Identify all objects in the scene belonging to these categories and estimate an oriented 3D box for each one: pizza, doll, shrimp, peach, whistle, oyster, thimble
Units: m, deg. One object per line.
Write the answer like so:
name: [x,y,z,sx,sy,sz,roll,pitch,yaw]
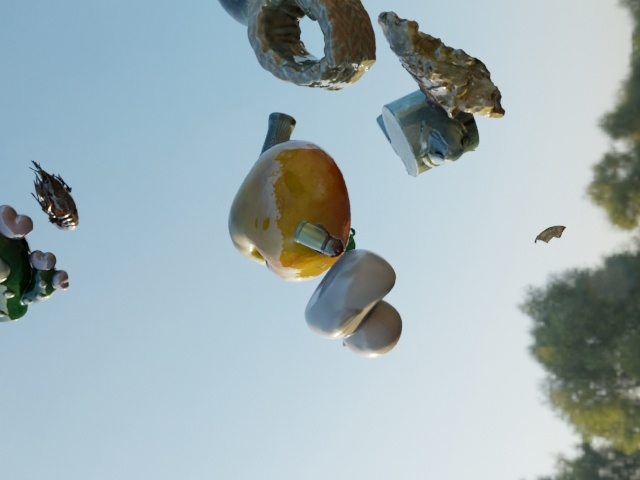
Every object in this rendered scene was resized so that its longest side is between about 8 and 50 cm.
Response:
pizza: [0.551,-0.013,2.084,0.016,0.083,0.037,30,-144,-57]
doll: [0.089,0.145,1.820,0.251,0.221,0.221,-55,7,42]
shrimp: [-0.478,-0.082,1.552,0.056,0.065,0.165,-59,-42,-42]
peach: [-0.057,-0.075,1.981,0.308,0.289,0.289,-54,-33,-12]
whistle: [0.252,-0.266,2.105,0.405,0.168,0.188,-153,38,-85]
oyster: [0.255,-0.353,1.841,0.341,0.166,0.110,42,-102,-29]
thimble: [-0.021,-0.387,1.627,0.148,0.196,0.229,-15,-109,-51]

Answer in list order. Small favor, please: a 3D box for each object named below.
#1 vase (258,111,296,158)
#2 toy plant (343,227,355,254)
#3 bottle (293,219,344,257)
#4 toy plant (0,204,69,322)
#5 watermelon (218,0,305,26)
vase: [-0.122,-0.219,2.253,0.096,0.096,0.219,33,-112,-63]
toy plant: [0.021,0.011,2.412,0.143,0.105,0.200,47,-127,-5]
bottle: [0.000,0.001,1.711,0.047,0.101,0.063,-60,-16,-17]
toy plant: [-0.584,0.034,1.562,0.243,0.232,0.112,61,-156,-25]
watermelon: [-0.124,-0.604,1.977,0.269,0.269,0.269,-1,-90,-68]
